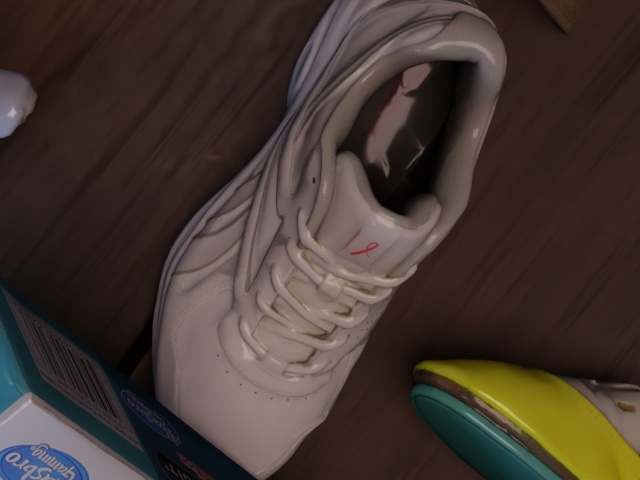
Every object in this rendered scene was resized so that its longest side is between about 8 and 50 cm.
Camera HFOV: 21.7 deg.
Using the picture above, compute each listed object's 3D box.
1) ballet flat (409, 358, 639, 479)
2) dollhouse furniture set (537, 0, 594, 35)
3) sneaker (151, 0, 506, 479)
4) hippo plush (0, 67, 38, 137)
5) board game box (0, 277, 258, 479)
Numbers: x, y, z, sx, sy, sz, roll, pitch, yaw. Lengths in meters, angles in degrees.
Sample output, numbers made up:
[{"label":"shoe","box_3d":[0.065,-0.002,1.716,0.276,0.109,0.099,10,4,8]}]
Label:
[{"label":"ballet flat","box_3d":[0.133,0.109,0.736,0.231,0.077,0.077,45,71,-18]},{"label":"dollhouse furniture set","box_3d":[0.069,-0.194,0.674,0.151,0.123,0.144,35,95,20]},{"label":"sneaker","box_3d":[0.000,0.000,0.658,0.090,0.115,0.232,23,98,-13]},{"label":"hippo plush","box_3d":[-0.247,-0.068,0.558,0.234,0.236,0.294,38,119,17]},{"label":"board game box","box_3d":[-0.166,0.195,0.625,0.336,0.079,0.254,-40,135,5]}]
